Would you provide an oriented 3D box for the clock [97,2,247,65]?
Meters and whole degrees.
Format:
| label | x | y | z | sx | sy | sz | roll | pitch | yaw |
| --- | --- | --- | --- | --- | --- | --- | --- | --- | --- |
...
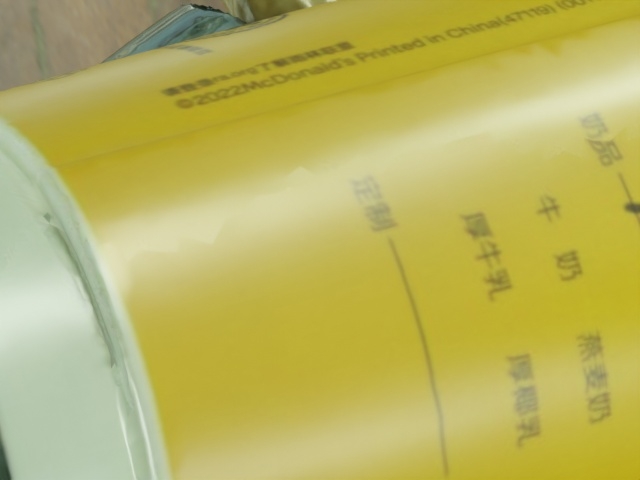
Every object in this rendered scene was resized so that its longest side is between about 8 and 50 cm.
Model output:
| label | x | y | z | sx | sy | sz | roll | pitch | yaw |
| --- | --- | --- | --- | --- | --- | --- | --- | --- | --- |
| clock | 0.000 | 0.000 | 0.761 | 0.042 | 0.215 | 0.215 | -43 | 68 | -13 |

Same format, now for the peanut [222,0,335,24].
| label | x | y | z | sx | sy | sz | roll | pitch | yaw |
| --- | --- | --- | --- | --- | --- | --- | --- | --- | --- |
| peanut | -0.025 | -0.145 | 0.859 | 0.089 | 0.089 | 0.193 | -32 | 80 | -9 |

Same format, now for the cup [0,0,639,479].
| label | x | y | z | sx | sy | sz | roll | pitch | yaw |
| --- | --- | --- | --- | --- | --- | --- | --- | --- | --- |
| cup | 0.030 | 0.022 | 0.452 | 0.280 | 0.196 | 0.196 | -14 | 61 | -31 |
